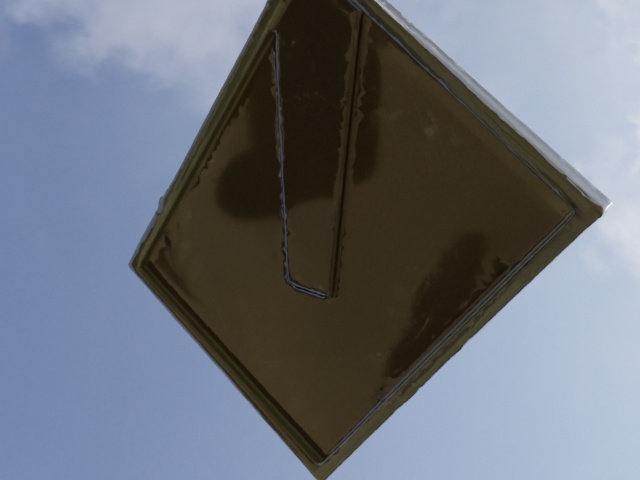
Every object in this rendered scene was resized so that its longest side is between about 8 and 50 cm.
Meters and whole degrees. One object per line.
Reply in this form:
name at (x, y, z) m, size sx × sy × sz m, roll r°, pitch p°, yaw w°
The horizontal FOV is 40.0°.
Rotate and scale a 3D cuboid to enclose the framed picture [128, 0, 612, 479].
framed picture at (0.000, 0.000, 0.815) m, size 0.326 × 0.028 × 0.446 m, roll 46°, pitch -50°, yaw 11°
